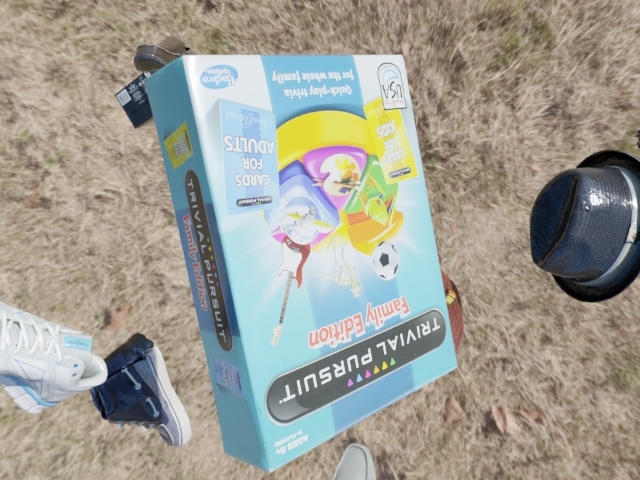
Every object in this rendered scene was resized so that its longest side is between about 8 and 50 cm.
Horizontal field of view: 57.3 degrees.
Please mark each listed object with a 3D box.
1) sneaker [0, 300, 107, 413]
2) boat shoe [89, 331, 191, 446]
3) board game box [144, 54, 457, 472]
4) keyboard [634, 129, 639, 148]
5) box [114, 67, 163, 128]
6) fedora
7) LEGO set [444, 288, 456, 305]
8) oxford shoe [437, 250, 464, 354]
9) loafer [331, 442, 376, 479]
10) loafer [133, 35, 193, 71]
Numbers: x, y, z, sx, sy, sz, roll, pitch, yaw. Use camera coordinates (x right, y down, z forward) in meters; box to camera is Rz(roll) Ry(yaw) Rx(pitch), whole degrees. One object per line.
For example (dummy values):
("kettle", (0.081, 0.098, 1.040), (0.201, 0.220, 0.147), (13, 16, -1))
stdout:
("sneaker", (-0.235, 0.084, 0.477), (0.082, 0.191, 0.072), (-13, 62, 1))
("boat shoe", (-0.413, 0.378, 1.325), (0.127, 0.158, 0.341), (18, 131, 41))
("board game box", (0.000, 0.000, 0.560), (0.079, 0.253, 0.336), (-5, 98, 51))
("keyboard", (0.804, -0.186, 1.319), (0.033, 0.317, 0.202), (0, 77, -19))
("box", (-0.210, -0.188, 0.763), (0.062, 0.083, 0.052), (-24, 100, 29))
("fedora", (0.548, -0.037, 1.254), (0.152, 0.334, 0.334), (8, 100, -19))
("LEGO set", (0.134, 0.135, 1.135), (0.244, 0.060, 0.183), (8, 116, 9))
("oxford shoe", (0.254, 0.137, 1.426), (0.130, 0.123, 0.348), (-11, 118, 32))
("loafer", (0.061, 0.631, 1.362), (0.111, 0.111, 0.320), (-1, 57, 19))
("loafer", (-0.316, -0.377, 1.191), (0.080, 0.220, 0.079), (5, 100, 5))
